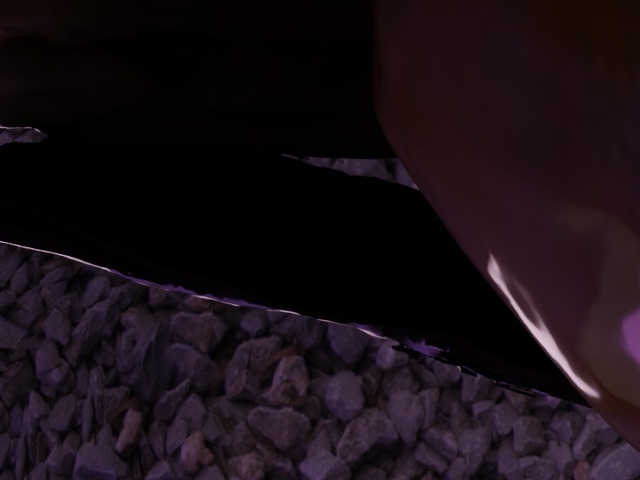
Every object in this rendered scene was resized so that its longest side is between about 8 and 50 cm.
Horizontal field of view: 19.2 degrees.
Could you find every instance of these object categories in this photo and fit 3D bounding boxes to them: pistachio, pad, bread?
[{"bbox_3d":[0.150,-0.025,0.496,0.230,0.230,0.309,19,-163,-48],"label":"pistachio"},{"bbox_3d":[0.000,-0.001,0.629,0.233,0.022,0.174,15,-165,13],"label":"pad"},{"bbox_3d":[0.001,-0.170,0.700,0.325,0.167,0.277,6,-127,-28],"label":"bread"}]
